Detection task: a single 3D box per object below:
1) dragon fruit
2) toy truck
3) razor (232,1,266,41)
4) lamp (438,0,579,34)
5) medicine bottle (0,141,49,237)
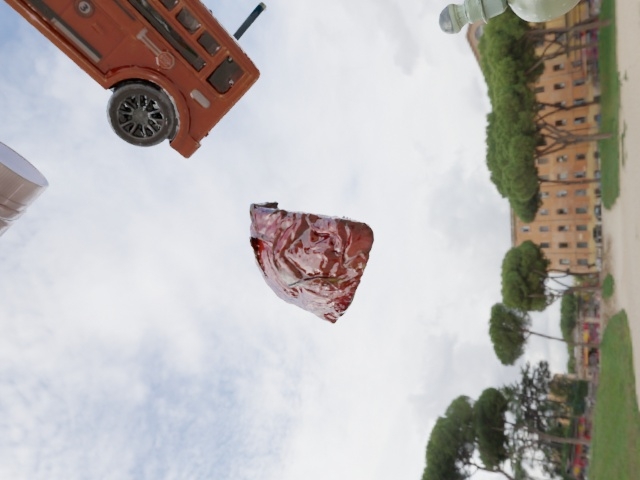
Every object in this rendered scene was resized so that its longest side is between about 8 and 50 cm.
[{"bbox_3d":[0.000,0.000,0.887,0.302,0.330,0.240,39,-116,-15],"label":"dragon fruit"},{"bbox_3d":[-0.163,-0.178,0.296,0.253,0.114,0.107,44,-172,-30],"label":"toy truck"},{"bbox_3d":[-0.181,-0.469,0.980,0.068,0.037,0.191,39,-98,-19],"label":"razor"},{"bbox_3d":[0.221,-0.289,0.511,0.091,0.163,0.090,27,-124,-51],"label":"lamp"},{"bbox_3d":[-0.567,-0.037,0.674,0.249,0.133,0.133,-45,-45,-4],"label":"medicine bottle"}]
